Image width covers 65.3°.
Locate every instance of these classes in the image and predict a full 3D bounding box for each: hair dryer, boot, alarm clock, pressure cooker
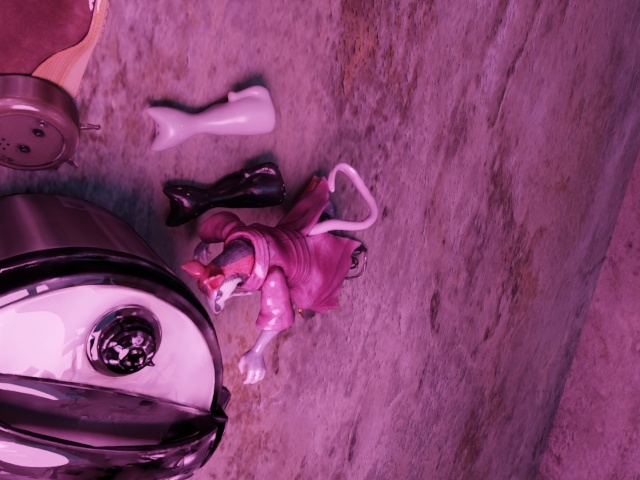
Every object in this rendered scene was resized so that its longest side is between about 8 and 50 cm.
[{"bbox_3d":[0.000,0.000,1.054,0.224,0.080,0.293,-38,134,-37],"label":"hair dryer"},{"bbox_3d":[-0.371,-0.283,0.584,0.207,0.090,0.248,10,134,-35],"label":"boot"},{"bbox_3d":[-0.400,-0.154,0.642,0.129,0.064,0.192,-33,143,23],"label":"alarm clock"},{"bbox_3d":[-0.332,0.150,0.623,0.370,0.420,0.375,-23,121,-29],"label":"pressure cooker"}]

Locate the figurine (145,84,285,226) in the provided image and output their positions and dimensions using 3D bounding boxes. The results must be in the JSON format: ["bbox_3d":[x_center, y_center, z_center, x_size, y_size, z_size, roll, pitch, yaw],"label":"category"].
[{"bbox_3d":[-0.177,-0.141,0.844,0.210,0.092,0.214,-18,117,-26],"label":"figurine"}]

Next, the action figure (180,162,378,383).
[{"bbox_3d":[-0.052,0.033,0.774,0.276,0.248,0.370,-42,166,20],"label":"action figure"}]
